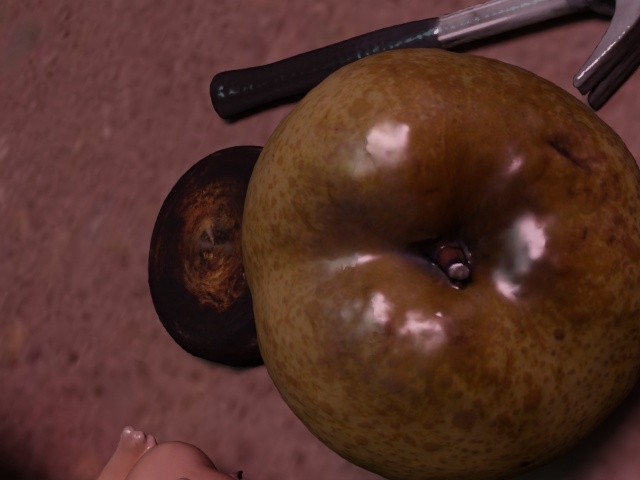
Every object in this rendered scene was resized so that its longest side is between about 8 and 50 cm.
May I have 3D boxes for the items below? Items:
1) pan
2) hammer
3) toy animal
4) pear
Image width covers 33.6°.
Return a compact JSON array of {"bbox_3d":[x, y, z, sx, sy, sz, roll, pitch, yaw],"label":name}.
[{"bbox_3d":[-0.001,-0.001,0.511,0.212,0.040,0.114,-10,73,29],"label":"pan"},{"bbox_3d":[0.046,-0.094,0.525,0.246,0.029,0.103,-13,65,29],"label":"hammer"},{"bbox_3d":[-0.080,0.143,0.482,0.150,0.083,0.089,-25,38,41],"label":"toy animal"},{"bbox_3d":[0.048,0.012,0.405,0.167,0.136,0.167,0,87,-5],"label":"pear"}]
